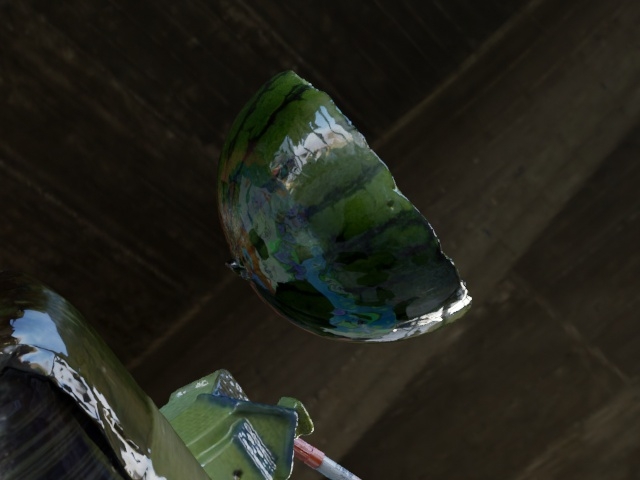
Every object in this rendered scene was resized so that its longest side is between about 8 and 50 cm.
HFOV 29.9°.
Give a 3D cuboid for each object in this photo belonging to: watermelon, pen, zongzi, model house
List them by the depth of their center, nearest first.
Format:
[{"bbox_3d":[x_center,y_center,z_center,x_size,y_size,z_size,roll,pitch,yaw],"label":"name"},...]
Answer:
[{"bbox_3d":[-0.195,0.192,0.589,0.317,0.154,0.289,-33,-60,-2],"label":"zongzi"},{"bbox_3d":[0.000,0.000,1.274,0.189,0.331,0.331,-36,-48,1],"label":"watermelon"},{"bbox_3d":[-0.104,0.251,1.315,0.189,0.214,0.195,-44,-73,-30],"label":"model house"},{"bbox_3d":[0.042,0.352,1.751,0.239,0.028,0.028,36,-72,-12],"label":"pen"}]
